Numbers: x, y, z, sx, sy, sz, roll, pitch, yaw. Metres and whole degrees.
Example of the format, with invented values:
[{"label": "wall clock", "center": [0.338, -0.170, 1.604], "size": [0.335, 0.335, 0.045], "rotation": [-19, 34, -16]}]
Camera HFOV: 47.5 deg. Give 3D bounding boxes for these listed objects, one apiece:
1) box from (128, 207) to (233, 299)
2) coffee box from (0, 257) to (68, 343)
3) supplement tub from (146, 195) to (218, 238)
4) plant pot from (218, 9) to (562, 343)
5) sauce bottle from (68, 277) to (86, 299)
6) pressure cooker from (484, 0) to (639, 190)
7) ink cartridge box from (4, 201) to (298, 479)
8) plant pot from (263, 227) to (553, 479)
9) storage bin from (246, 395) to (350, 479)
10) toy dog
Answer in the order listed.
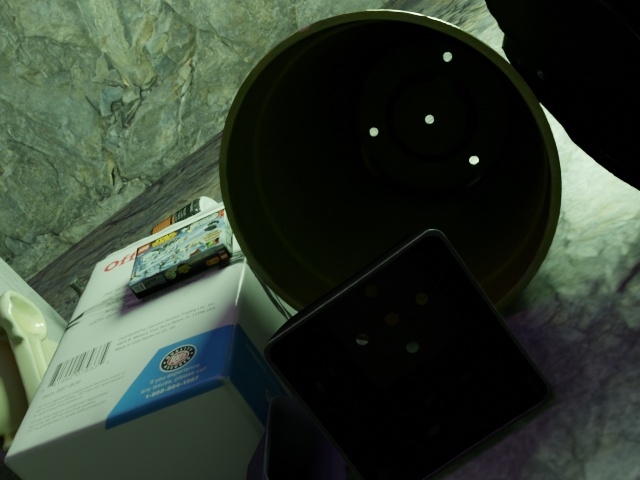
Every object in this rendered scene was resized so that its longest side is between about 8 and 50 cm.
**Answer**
[{"label": "box", "center": [-0.179, 0.016, 0.943], "size": [0.137, 0.027, 0.094], "rotation": [-24, 31, 9]}, {"label": "coffee box", "center": [-0.830, 0.262, 1.633], "size": [0.334, 0.337, 0.338], "rotation": [-34, 21, 11]}, {"label": "supplement tub", "center": [-0.309, -0.009, 1.660], "size": [0.190, 0.117, 0.117], "rotation": [-31, 21, 20]}, {"label": "plant pot", "center": [0.114, -0.117, 0.916], "size": [0.366, 0.366, 0.353], "rotation": [-27, 11, 27]}, {"label": "sauce bottle", "center": [-0.535, 0.140, 1.702], "size": [0.042, 0.128, 0.042], "rotation": [-33, 19, 13]}, {"label": "pressure cooker", "center": [0.405, -0.282, 0.654], "size": [0.420, 0.375, 0.370], "rotation": [-39, 30, -3]}, {"label": "ink cartridge box", "center": [-0.186, 0.141, 0.955], "size": [0.286, 0.166, 0.395], "rotation": [-22, 30, 14]}, {"label": "plant pot", "center": [0.078, 0.099, 0.709], "size": [0.188, 0.187, 0.167], "rotation": [-36, 9, 7]}, {"label": "storage bin", "center": [-0.028, 0.238, 0.715], "size": [0.091, 0.098, 0.135], "rotation": [-61, 12, 22]}, {"label": "toy dog", "center": [-0.665, 0.282, 1.284], "size": [0.408, 0.284, 0.395], "rotation": [-19, 1, -8]}]
